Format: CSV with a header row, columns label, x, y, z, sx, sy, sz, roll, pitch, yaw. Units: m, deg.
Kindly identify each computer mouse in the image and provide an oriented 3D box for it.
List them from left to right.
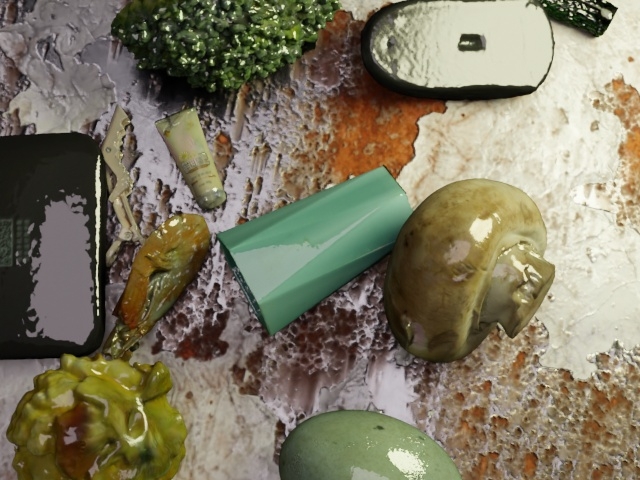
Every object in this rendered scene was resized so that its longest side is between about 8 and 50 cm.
label,x,y,z,sx,sy,sz,roll,pitch,yaw
computer mouse,0.179,-0.256,1.462,0.270,0.086,0.137,-3,89,-11

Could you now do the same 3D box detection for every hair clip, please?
label,x,y,z,sx,sy,sz,roll,pitch,yaw
hair clip,-0.270,-0.070,1.442,0.072,0.034,0.226,-12,80,-3

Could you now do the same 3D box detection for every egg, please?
label,x,y,z,sx,sy,sz,roll,pitch,yaw
egg,0.062,0.295,1.319,0.236,0.169,0.169,22,80,5

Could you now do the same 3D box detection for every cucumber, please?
label,x,y,z,sx,sy,sz,roll,pitch,yaw
cucumber,0.315,-0.334,1.496,0.187,0.058,0.058,20,80,1

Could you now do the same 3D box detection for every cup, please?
label,x,y,z,sx,sy,sz,roll,pitch,yaw
cup,0.000,0.000,1.396,0.236,0.134,0.148,-30,86,-10

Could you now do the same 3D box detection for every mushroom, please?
label,x,y,z,sx,sy,sz,roll,pitch,yaw
mushroom,0.178,0.045,1.334,0.184,0.255,0.255,33,81,16

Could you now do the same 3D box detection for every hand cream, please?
label,x,y,z,sx,sy,sz,roll,pitch,yaw
hand cream,-0.167,-0.110,1.453,0.061,0.039,0.143,-25,77,-4

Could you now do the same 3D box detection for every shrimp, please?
label,x,y,z,sx,sy,sz,roll,pitch,yaw
shrimp,-0.217,0.055,1.385,0.051,0.115,0.217,30,83,39

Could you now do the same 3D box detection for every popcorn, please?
label,x,y,z,sx,sy,sz,roll,pitch,yaw
popcorn,-0.268,0.232,1.325,0.218,0.169,0.189,21,70,-35

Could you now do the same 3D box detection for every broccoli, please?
label,x,y,z,sx,sy,sz,roll,pitch,yaw
broccoli,-0.129,-0.330,1.415,0.248,0.288,0.245,-43,64,29

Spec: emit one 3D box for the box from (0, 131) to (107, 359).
label,x,y,z,sx,sy,sz,roll,pitch,yaw
box,-0.416,0.010,1.395,0.289,0.073,0.290,-3,80,2
